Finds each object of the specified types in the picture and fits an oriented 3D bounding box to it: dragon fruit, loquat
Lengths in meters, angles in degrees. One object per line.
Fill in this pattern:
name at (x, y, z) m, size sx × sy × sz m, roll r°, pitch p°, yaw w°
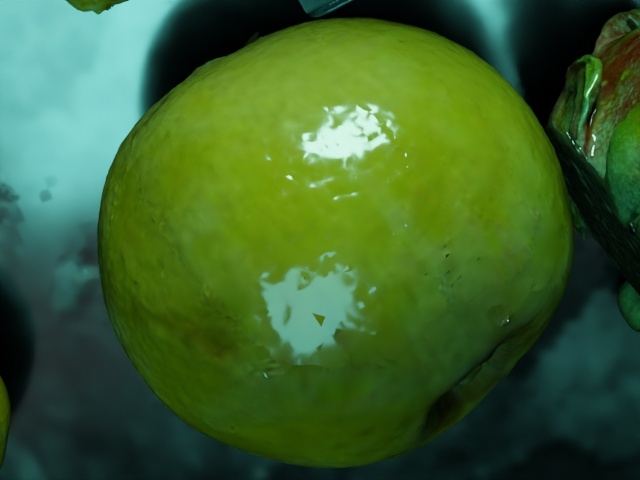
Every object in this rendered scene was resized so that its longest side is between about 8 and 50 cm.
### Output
dragon fruit at (0.227, -0.012, 0.910) m, size 0.130 × 0.295 × 0.268 m, roll -36°, pitch 77°, yaw 1°
loquat at (0.000, 0.000, 0.905) m, size 0.275 × 0.275 × 0.275 m, roll -1°, pitch 112°, yaw -1°

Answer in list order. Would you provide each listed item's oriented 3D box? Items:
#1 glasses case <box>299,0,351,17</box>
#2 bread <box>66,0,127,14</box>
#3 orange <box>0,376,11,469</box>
glasses case at (0.102, -0.218, 0.908) m, size 0.266 × 0.105 × 0.056 m, roll -26°, pitch 136°, yaw 9°
bread at (-0.084, -0.221, 0.901) m, size 0.211 × 0.083 × 0.114 m, roll -32°, pitch 113°, yaw 12°
orange at (-0.284, 0.126, 1.006) m, size 0.159 × 0.136 × 0.159 m, roll 0°, pitch 115°, yaw 0°
